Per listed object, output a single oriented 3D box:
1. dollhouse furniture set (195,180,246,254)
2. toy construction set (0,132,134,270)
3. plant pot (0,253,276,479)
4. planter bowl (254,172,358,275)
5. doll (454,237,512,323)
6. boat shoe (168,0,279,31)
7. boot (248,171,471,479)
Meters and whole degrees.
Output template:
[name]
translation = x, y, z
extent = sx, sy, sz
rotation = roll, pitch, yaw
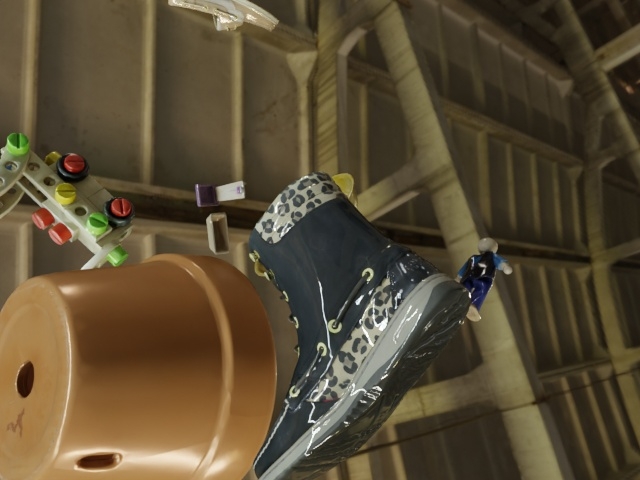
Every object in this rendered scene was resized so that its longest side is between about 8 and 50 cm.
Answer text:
[dollhouse furniture set]
translation = -0.131, -0.039, 0.884
extent = 0.091, 0.081, 0.114
rotation = -8, -88, -51
[toy construction set]
translation = -0.424, -0.023, 0.860
extent = 0.327, 0.151, 0.215
rotation = 53, -131, -11
[plant pot]
translation = -0.219, 0.146, 0.603
extent = 0.203, 0.291, 0.290
rotation = 15, -124, -49
[planter bowl]
translation = 0.000, 0.000, 0.903
extent = 0.090, 0.217, 0.217
rotation = 44, -138, -20
[doll]
translation = 0.292, 0.067, 1.022
extent = 0.046, 0.129, 0.189
rotation = 45, -129, -17
[boat shoe]
translation = -0.148, -0.348, 0.843
extent = 0.170, 0.059, 0.063
rotation = 15, -161, -25
[boot]
translation = -0.008, 0.075, 0.470
extent = 0.085, 0.236, 0.178
rotation = 13, -151, -52
